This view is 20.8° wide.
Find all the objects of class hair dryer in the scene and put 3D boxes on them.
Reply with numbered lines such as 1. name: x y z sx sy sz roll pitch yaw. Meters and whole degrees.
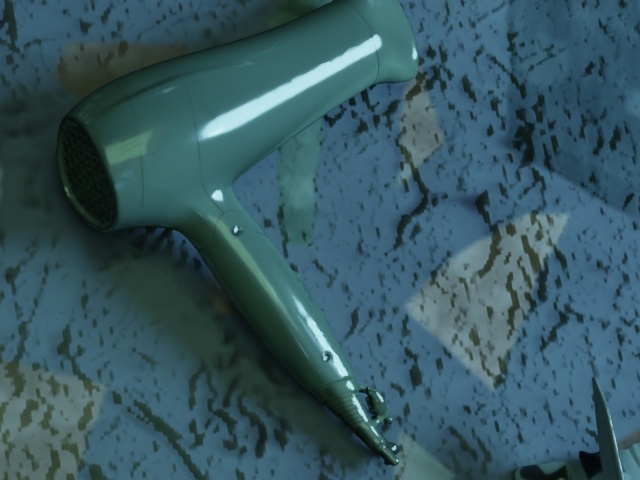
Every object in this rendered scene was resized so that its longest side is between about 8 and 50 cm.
1. hair dryer: 0.000 0.000 0.893 0.206 0.075 0.237 -27 91 -28

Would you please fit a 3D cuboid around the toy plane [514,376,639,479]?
1. toy plane: 0.164 0.185 0.854 0.160 0.082 0.234 -11 60 -5
